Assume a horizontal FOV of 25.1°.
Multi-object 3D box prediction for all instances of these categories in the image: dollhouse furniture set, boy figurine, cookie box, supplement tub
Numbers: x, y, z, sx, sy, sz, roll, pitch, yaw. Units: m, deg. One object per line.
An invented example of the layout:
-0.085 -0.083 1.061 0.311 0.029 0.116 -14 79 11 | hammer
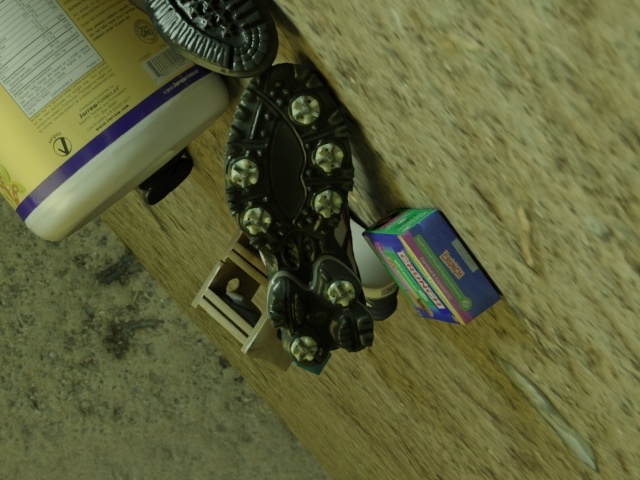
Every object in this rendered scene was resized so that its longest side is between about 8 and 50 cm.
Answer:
-0.019 0.075 1.634 0.183 0.129 0.129 28 -174 -40 | dollhouse furniture set
-0.290 -0.181 1.886 0.285 0.092 0.177 44 170 17 | boy figurine
0.087 0.020 1.164 0.092 0.040 0.107 54 168 -10 | cookie box
-0.274 -0.192 1.391 0.331 0.241 0.241 51 169 -4 | supplement tub

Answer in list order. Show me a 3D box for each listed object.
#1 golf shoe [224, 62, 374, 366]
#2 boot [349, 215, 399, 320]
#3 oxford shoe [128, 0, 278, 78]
-0.023 -0.029 1.210 0.120 0.105 0.273 -102 3 -62 | golf shoe
0.000 0.000 1.367 0.190 0.069 0.086 46 162 20 | boot
-0.102 -0.198 1.163 0.227 0.083 0.096 43 -172 31 | oxford shoe
